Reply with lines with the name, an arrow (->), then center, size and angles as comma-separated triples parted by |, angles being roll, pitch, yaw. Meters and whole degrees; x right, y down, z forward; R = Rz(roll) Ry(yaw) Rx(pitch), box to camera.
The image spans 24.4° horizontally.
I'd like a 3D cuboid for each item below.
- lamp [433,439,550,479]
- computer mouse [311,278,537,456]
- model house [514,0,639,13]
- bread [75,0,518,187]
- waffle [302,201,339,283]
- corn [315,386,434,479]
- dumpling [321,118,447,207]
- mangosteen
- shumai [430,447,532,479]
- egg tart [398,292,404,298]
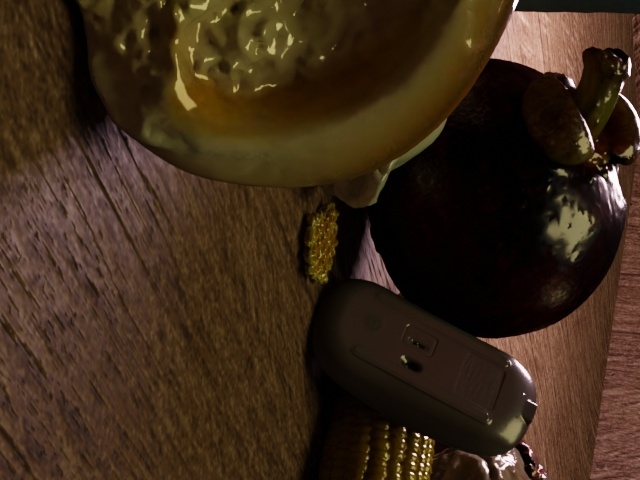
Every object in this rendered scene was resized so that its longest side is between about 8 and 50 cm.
lamp -> 0.188, 0.267, 1.819 | 0.151, 0.215, 0.223 | -39, 166, -43
computer mouse -> 0.098, 0.123, 1.430 | 0.120, 0.232, 0.057 | -66, -175, -35
model house -> 0.368, -0.454, 1.891 | 0.339, 0.360, 0.298 | -42, 132, -67
bread -> -0.040, -0.250, 0.923 | 0.245, 0.328, 0.424 | -140, -138, -59
waffle -> -0.001, 0.002, 1.384 | 0.085, 0.016, 0.078 | 2, 91, -72
corn -> 0.053, 0.222, 1.453 | 0.119, 0.119, 0.322 | 70, 25, -53
dumpling -> 0.051, -0.128, 1.386 | 0.151, 0.124, 0.229 | -38, -149, 63
mangosteen -> 0.190, -0.050, 1.511 | 0.297, 0.293, 0.297 | -18, 90, -86
shumai -> 0.136, 0.283, 1.617 | 0.218, 0.185, 0.184 | -11, 123, -67
egg tart -> 0.110, 0.096, 1.700 | 0.130, 0.052, 0.130 | 6, 90, -74
